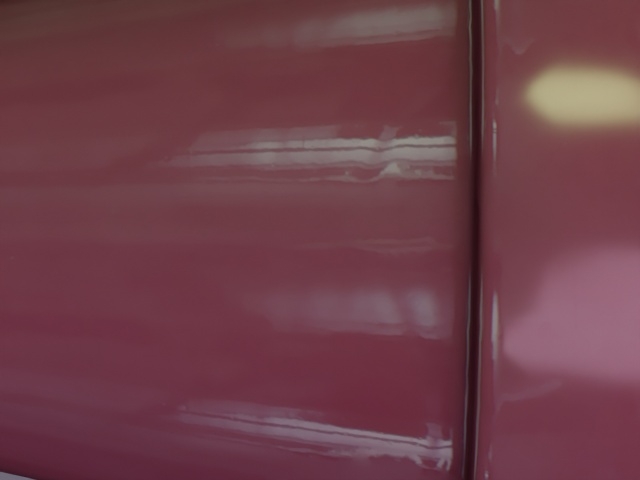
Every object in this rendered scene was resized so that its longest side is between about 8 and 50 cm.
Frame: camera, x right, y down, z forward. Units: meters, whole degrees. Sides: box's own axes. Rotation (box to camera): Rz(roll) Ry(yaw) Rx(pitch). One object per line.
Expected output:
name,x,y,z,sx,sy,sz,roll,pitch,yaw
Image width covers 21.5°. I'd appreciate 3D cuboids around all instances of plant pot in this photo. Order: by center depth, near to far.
plant pot,0.000,0.000,0.457,0.180,0.201,0.201,1,118,1
